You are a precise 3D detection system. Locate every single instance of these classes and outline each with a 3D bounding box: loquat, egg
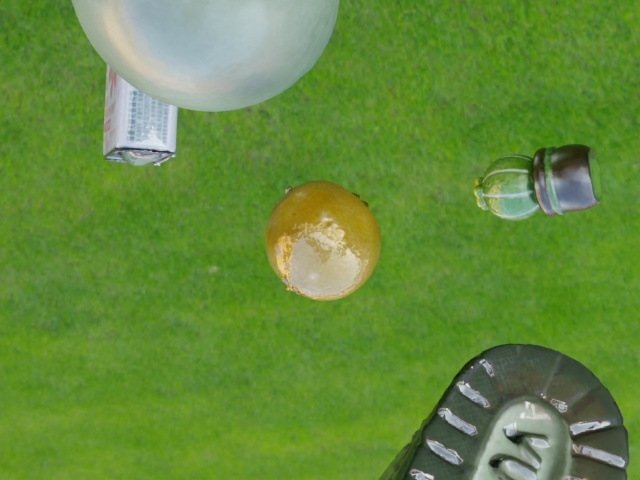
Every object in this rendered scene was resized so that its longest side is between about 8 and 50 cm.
[{"bbox_3d":[0.000,0.000,1.059,0.141,0.141,0.141,1,143,0],"label":"loquat"},{"bbox_3d":[-0.109,-0.254,0.907,0.259,0.352,0.258,1,103,3],"label":"egg"}]

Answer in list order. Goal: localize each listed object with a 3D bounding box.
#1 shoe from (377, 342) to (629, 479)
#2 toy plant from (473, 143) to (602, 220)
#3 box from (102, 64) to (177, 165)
[{"bbox_3d":[0.031,0.186,0.372,0.109,0.293,0.149,29,148,12],"label":"shoe"},{"bbox_3d":[0.284,-0.074,1.226,0.162,0.092,0.093,-7,144,29],"label":"toy plant"},{"bbox_3d":[-0.291,-0.307,1.533,0.112,0.369,0.190,2,180,-19],"label":"box"}]
